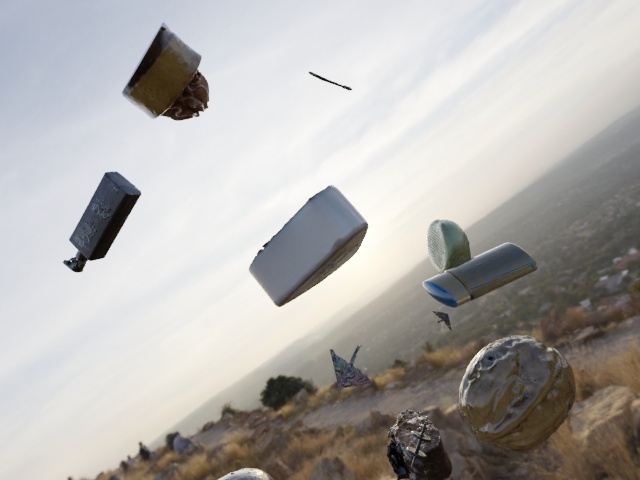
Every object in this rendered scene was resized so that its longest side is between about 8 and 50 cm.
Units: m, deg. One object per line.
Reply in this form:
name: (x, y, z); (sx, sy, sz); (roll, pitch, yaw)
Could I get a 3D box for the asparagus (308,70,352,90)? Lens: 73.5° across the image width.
asparagus: (0.033, -0.497, 1.342); (0.166, 0.013, 0.016); (10, -64, -32)

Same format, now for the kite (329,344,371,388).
kite: (0.078, 0.327, 1.117); (0.011, 0.139, 0.156); (-50, 3, 42)

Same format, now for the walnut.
walnut: (0.392, 0.302, 0.865); (0.245, 0.198, 0.198); (-47, -6, -10)

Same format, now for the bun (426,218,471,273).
bun: (0.447, 0.023, 1.470); (0.109, 0.221, 0.221); (-8, -11, -3)

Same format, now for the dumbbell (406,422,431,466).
dumbbell: (0.331, 0.688, 1.442); (0.069, 0.070, 0.147); (73, -145, -81)

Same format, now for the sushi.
sushi: (0.382, 0.841, 1.735); (0.235, 0.207, 0.348); (-21, -2, -7)

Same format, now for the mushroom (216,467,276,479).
mushroom: (-0.190, 0.777, 1.067); (0.334, 0.356, 0.331); (-49, -38, -24)

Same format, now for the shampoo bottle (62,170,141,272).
shampoo bottle: (-0.599, -0.035, 1.159); (0.309, 0.098, 0.071); (-52, -4, 19)

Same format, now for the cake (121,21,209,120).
cake: (-0.333, -0.361, 0.988); (0.208, 0.178, 0.185); (-32, 40, 42)

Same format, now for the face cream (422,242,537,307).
face cream: (0.443, 0.099, 1.204); (0.285, 0.067, 0.139); (-23, 28, -6)

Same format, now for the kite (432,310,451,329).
kite: (0.547, 0.348, 1.901); (0.090, 0.122, 0.004); (-25, -23, -40)

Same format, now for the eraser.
eraser: (0.000, 0.000, 1.126); (0.331, 0.150, 0.331); (-39, -14, -12)
